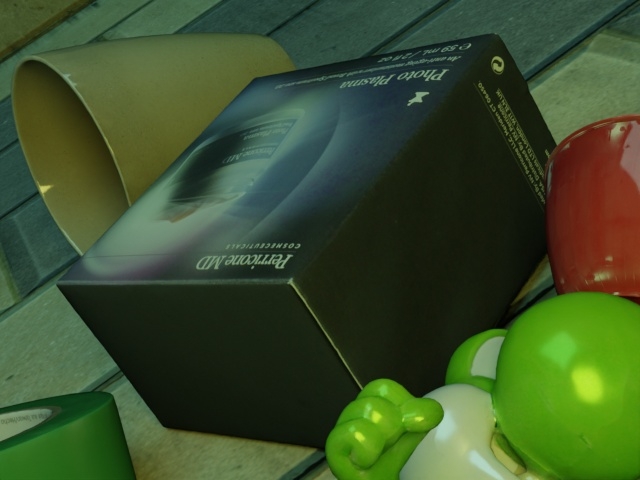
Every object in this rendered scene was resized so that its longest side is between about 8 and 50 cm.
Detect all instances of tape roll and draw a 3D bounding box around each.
[{"bbox_3d":[-0.305,0.198,0.933,0.321,0.077,0.321,-16,3,1],"label":"tape roll"}]

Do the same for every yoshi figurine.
[{"bbox_3d":[0.106,0.145,0.621,0.203,0.203,0.362,-4,31,18],"label":"yoshi figurine"}]

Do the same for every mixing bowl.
[{"bbox_3d":[0.213,0.017,0.748,0.181,0.181,0.098,-6,51,43],"label":"mixing bowl"}]

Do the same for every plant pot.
[{"bbox_3d":[-0.160,-0.126,1.367,0.274,0.256,0.256,-26,20,-29],"label":"plant pot"}]

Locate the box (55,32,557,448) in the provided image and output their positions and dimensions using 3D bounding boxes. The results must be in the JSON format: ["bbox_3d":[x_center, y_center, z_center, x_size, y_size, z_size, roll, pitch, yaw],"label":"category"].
[{"bbox_3d":[0.000,0.000,0.989,0.296,0.182,0.294,-3,39,46],"label":"box"}]
